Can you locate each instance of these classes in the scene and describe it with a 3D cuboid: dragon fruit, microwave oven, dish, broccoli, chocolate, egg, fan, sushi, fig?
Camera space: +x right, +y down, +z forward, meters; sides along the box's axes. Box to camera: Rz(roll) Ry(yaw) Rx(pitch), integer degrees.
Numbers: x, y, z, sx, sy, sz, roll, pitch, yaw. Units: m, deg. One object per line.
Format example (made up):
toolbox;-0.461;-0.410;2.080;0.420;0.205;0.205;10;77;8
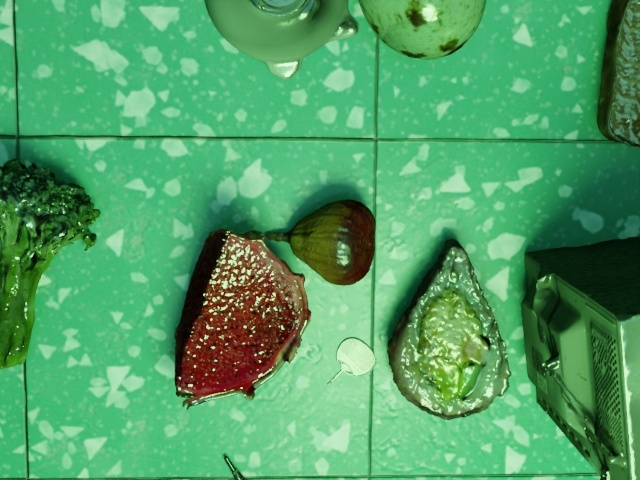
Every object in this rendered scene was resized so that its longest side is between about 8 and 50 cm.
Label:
dragon fruit;-0.105;0.104;1.526;0.161;0.126;0.274;15;107;-15
microwave oven;0.457;0.143;1.398;0.375;0.432;0.236;-8;99;-3
dish;-0.047;-0.349;1.469;0.228;0.086;0.236;-29;100;2
broccoli;-0.409;0.044;1.498;0.165;0.145;0.304;17;110;-1
chocolate;0.461;-0.229;1.512;0.148;0.093;0.214;7;98;-3
egg;0.125;-0.350;1.438;0.169;0.169;0.231;-22;88;0
fan;0.040;0.173;1.596;0.080;0.003;0.060;-18;99;0
sushi;0.164;0.132;1.546;0.161;0.107;0.241;-20;91;0
fig;0.013;0.007;1.536;0.119;0.153;0.119;8;78;-41

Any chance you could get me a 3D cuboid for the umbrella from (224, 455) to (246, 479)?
umbrella;-0.064;0.427;1.613;0.044;0.044;0.269;-35;101;-28
